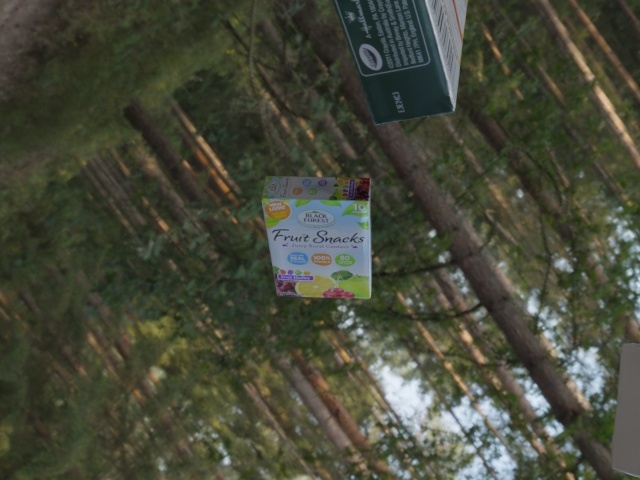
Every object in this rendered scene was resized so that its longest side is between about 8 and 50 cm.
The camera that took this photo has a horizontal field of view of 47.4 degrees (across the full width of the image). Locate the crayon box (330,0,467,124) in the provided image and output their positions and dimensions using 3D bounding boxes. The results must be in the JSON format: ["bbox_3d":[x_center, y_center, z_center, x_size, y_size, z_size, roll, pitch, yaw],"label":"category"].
[{"bbox_3d":[0.082,-0.290,0.702,0.083,0.203,0.323,-6,-137,23],"label":"crayon box"}]

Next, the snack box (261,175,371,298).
[{"bbox_3d":[0.000,0.000,0.720,0.100,0.141,0.037,1,-134,5],"label":"snack box"}]

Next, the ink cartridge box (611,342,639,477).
[{"bbox_3d":[0.446,0.171,0.621,0.226,0.131,0.306,8,177,-29],"label":"ink cartridge box"}]
